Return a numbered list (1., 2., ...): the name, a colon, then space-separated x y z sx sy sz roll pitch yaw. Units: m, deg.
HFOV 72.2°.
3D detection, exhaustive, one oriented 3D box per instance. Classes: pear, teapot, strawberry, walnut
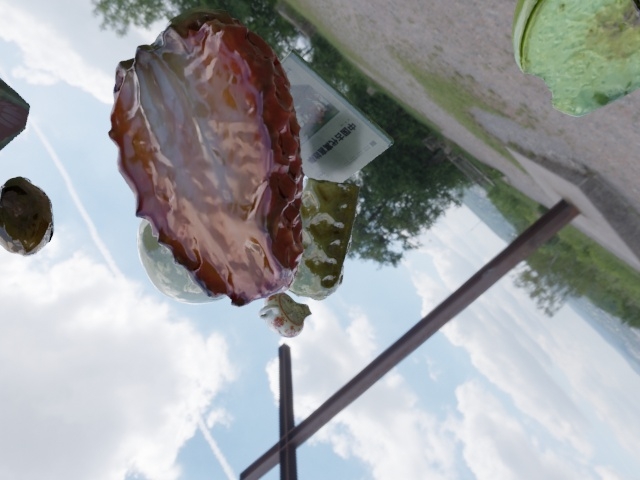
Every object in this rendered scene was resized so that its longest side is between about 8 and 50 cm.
1. pear: 0.444 -0.392 0.756 0.286 0.176 0.281 36 -127 -25
2. teapot: -0.122 0.231 1.376 0.245 0.116 0.159 20 -130 -67
3. strawberry: -0.107 -0.094 0.531 0.149 0.265 0.336 -17 -96 -57
4. walnut: -0.716 -0.061 1.051 0.137 0.137 0.245 16 -143 -57

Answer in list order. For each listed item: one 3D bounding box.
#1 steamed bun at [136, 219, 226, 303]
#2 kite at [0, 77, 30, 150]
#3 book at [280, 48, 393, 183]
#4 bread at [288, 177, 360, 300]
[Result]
1. steamed bun: -0.377 0.013 1.228 0.312 0.233 0.333 40 -143 -64
2. kite: -0.481 -0.067 0.450 0.022 0.360 0.204 12 162 46
3. book: -0.016 -0.232 0.915 0.283 0.215 0.025 32 -135 -27
4. bread: 0.000 0.000 0.929 0.152 0.267 0.130 -2 -162 -43
